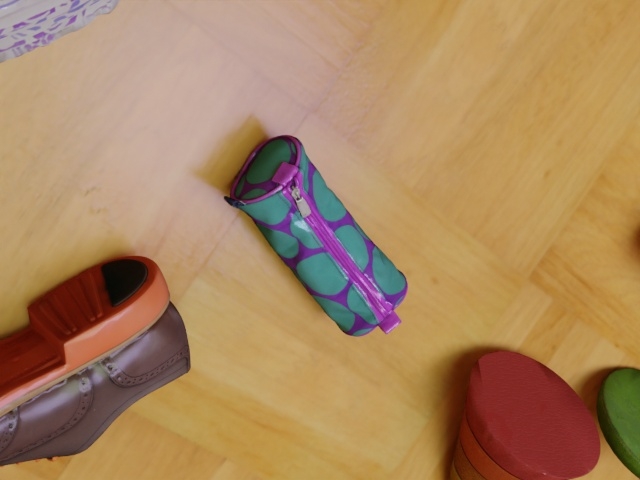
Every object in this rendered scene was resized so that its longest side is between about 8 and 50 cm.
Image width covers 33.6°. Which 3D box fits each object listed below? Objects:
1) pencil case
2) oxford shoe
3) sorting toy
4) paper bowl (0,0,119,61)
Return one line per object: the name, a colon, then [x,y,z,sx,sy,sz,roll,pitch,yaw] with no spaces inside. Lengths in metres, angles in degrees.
pencil case: [0.000,0.000,0.749,0.064,0.070,0.151,-44,120,-7]
oxford shoe: [-0.203,0.120,0.682,0.271,0.097,0.098,-30,123,-13]
sorting toy: [0.249,0.195,0.931,0.365,0.127,0.126,11,131,-30]
paper bowl: [-0.167,-0.173,0.394,0.284,0.284,0.148,-24,152,-16]
